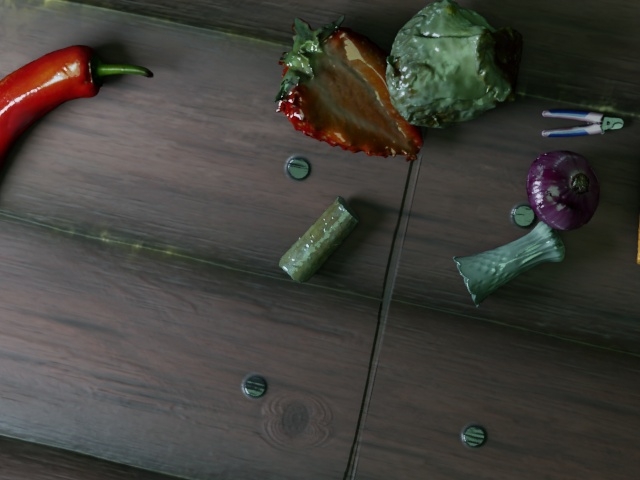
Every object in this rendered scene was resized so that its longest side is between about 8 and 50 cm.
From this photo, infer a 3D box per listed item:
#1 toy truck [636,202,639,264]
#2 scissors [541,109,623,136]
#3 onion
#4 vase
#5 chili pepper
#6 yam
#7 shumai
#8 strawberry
[{"bbox_3d":[0.497,-0.089,1.712,0.114,0.135,0.270,2,101,4],"label":"toy truck"},{"bbox_3d":[0.370,-0.165,1.772,0.113,0.012,0.039,2,97,6],"label":"scissors"},{"bbox_3d":[0.333,-0.068,1.749,0.115,0.104,0.115,6,80,-33],"label":"onion"},{"bbox_3d":[0.270,0.027,1.777,0.149,0.081,0.081,-27,94,5],"label":"vase"},{"bbox_3d":[-0.421,-0.179,1.831,0.368,0.092,0.137,-37,111,16],"label":"chili pepper"},{"bbox_3d":[0.000,0.000,1.814,0.054,0.054,0.132,42,98,0],"label":"yam"},{"bbox_3d":[0.189,-0.230,1.701,0.184,0.142,0.184,-2,93,-30],"label":"shumai"},{"bbox_3d":[0.046,-0.208,1.767,0.228,0.098,0.174,21,84,-18],"label":"strawberry"}]
